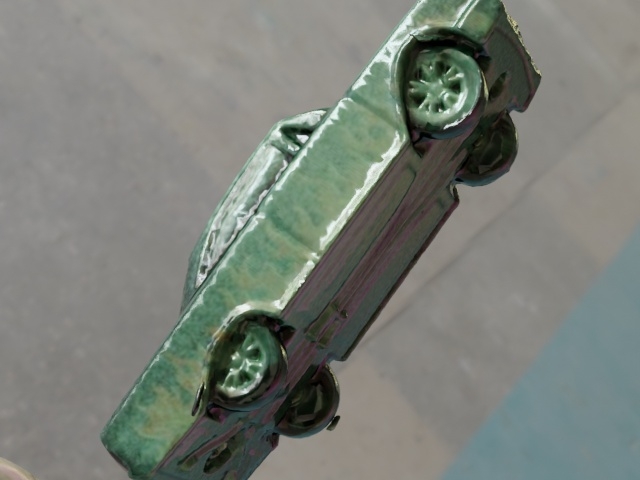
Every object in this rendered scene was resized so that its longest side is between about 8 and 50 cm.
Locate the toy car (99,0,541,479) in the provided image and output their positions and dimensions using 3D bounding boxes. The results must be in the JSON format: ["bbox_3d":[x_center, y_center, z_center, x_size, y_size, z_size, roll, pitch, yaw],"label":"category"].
[{"bbox_3d":[0.000,0.000,1.057,0.097,0.320,0.141,35,-2,22],"label":"toy car"}]

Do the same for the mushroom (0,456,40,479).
[{"bbox_3d":[-0.069,0.075,0.345,0.084,0.067,0.083,19,48,-23],"label":"mushroom"}]
